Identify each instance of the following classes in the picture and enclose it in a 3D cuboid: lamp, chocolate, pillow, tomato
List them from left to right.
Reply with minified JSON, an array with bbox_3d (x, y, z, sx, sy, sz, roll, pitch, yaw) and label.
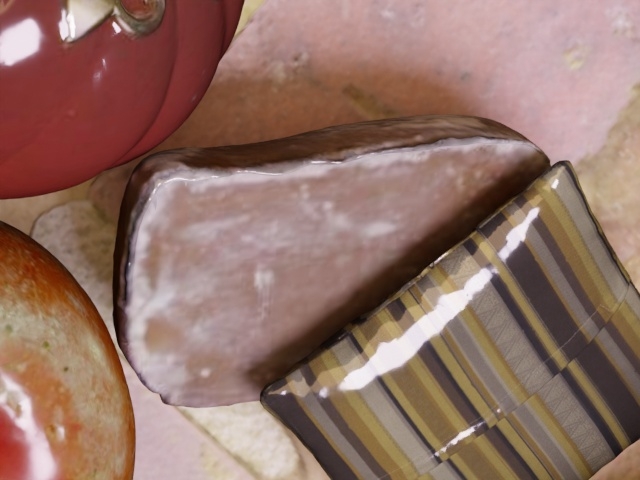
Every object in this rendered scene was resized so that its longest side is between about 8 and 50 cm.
[{"bbox_3d":[-0.236,0.109,0.967,0.270,0.222,0.270,-7,103,-33],"label":"tomato"},{"bbox_3d":[-0.168,-0.169,0.927,0.257,0.303,0.303,-15,97,36],"label":"lamp"},{"bbox_3d":[0.000,-0.002,1.031,0.254,0.080,0.157,-9,127,-22],"label":"chocolate"},{"bbox_3d":[0.096,0.086,1.053,0.212,0.052,0.208,-37,129,0],"label":"pillow"}]
